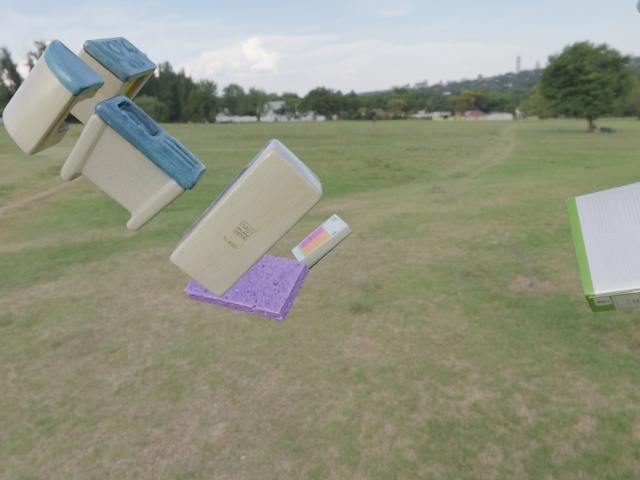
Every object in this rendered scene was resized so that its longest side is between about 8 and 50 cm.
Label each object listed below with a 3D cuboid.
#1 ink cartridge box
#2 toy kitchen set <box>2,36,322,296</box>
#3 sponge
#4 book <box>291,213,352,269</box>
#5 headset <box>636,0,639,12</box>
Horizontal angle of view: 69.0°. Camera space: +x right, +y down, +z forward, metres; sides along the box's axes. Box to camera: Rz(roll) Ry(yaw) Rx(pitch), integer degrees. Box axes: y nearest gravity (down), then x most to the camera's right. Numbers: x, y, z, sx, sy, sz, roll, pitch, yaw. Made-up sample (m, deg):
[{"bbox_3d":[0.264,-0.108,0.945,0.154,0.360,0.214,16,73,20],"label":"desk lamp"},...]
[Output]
[{"bbox_3d":[0.557,0.001,0.752,0.255,0.189,0.097,-14,-32,32],"label":"ink cartridge box"},{"bbox_3d":[-0.113,-0.091,0.396,0.122,0.207,0.166,-42,19,17],"label":"toy kitchen set"},{"bbox_3d":[-0.139,0.075,0.871,0.210,0.031,0.117,9,53,25],"label":"sponge"},{"bbox_3d":[0.000,0.000,1.136,0.144,0.035,0.096,-40,28,0],"label":"book"},{"bbox_3d":[0.738,-0.391,0.738,0.394,0.185,0.243,14,43,9],"label":"headset"}]
